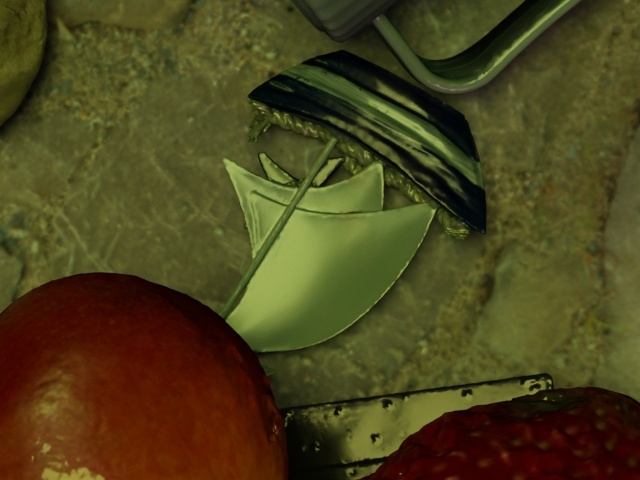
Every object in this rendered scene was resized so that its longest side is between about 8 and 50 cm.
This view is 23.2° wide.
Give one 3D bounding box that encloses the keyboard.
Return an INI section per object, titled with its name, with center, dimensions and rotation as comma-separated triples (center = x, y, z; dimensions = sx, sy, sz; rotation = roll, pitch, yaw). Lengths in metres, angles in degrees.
[keyboard]
center = 0.072, 0.154, 1.222
dimensions = 0.231, 0.023, 0.072
rotation = -9, 72, 8

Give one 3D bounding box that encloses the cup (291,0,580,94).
[cup]
center = 0.071, -0.318, 1.216
dimensions = 0.311, 0.331, 0.257
rotation = -39, 42, 4

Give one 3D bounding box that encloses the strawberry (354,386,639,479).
[strawberry]
center = 0.119, 0.253, 1.065
dimensions = 0.292, 0.292, 0.310
rotation = 34, 103, 14

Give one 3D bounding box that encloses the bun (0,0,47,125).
[bun]
center = -0.345, -0.185, 1.299
dimensions = 0.220, 0.134, 0.220
rotation = -2, 82, 14

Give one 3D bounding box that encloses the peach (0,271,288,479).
[peach]
center = -0.141, 0.163, 1.055
dimensions = 0.281, 0.238, 0.281
rotation = -4, 69, 12

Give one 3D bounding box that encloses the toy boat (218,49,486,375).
[toy boat]
center = -0.013, -0.027, 1.247
dimensions = 0.291, 0.070, 0.210
rotation = -36, 74, 5
